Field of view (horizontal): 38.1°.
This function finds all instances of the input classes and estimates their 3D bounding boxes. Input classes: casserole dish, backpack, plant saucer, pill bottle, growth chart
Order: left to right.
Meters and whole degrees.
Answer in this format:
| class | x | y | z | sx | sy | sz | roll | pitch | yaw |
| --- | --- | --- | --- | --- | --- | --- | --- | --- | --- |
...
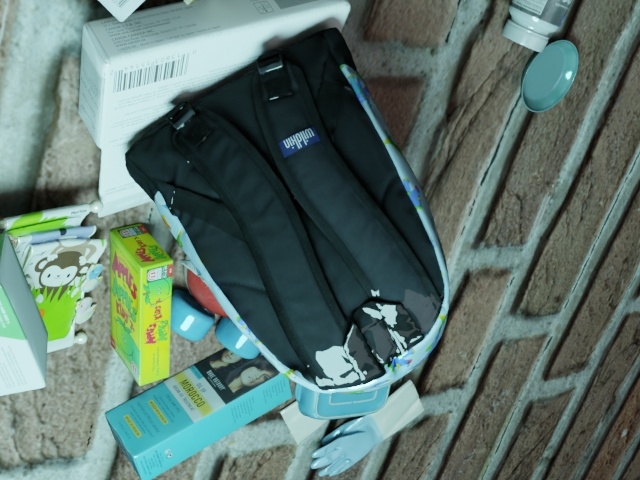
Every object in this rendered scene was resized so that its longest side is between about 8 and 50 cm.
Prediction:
| class | x | y | z | sx | sy | sz | roll | pitch | yaw |
| --- | --- | --- | --- | --- | --- | --- | --- | --- | --- |
| growth chart | -0.320 | 0.052 | 1.075 | 0.172 | 0.021 | 0.237 | -21 | 140 | -44 |
| backpack | 0.000 | 0.000 | 1.033 | 0.290 | 0.355 | 0.273 | -34 | 157 | -3 |
| casserole dish | 0.047 | 0.243 | 1.523 | 0.189 | 0.037 | 0.114 | -1 | 110 | -32 |
| pill bottle | 0.314 | -0.341 | 1.303 | 0.078 | 0.078 | 0.137 | 4 | 117 | -42 |
| plant saucer | 0.351 | -0.258 | 1.439 | 0.119 | 0.021 | 0.119 | -22 | 133 | -26 |

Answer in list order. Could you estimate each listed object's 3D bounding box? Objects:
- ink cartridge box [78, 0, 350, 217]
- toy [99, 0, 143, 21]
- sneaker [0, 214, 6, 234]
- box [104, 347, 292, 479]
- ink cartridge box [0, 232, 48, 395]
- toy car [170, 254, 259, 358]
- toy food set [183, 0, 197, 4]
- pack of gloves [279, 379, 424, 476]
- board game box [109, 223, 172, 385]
| class | x | y | z | sx | sy | sz | roll | pitch | yaw |
| --- | --- | --- | --- | --- | --- | --- | --- | --- | --- |
| ink cartridge box | -0.130 | -0.167 | 1.073 | 0.296 | 0.066 | 0.261 | -20 | 154 | -28 |
| toy | -0.156 | -0.335 | 0.870 | 0.237 | 0.056 | 0.137 | -37 | 109 | 22 |
| sneaker | -0.373 | -0.004 | 1.007 | 0.067 | 0.042 | 0.118 | -47 | 141 | -6 |
| box | -0.169 | 0.233 | 1.310 | 0.244 | 0.100 | 0.060 | -28 | 134 | -22 |
| ink cartridge box | -0.409 | 0.093 | 0.958 | 0.213 | 0.093 | 0.154 | -12 | 130 | -4 |
| toy car | -0.047 | 0.084 | 1.199 | 0.210 | 0.238 | 0.219 | 28 | 100 | -47 |
| toy food set | -0.065 | -0.308 | 0.889 | 0.192 | 0.132 | 0.038 | -40 | 100 | 18 |
| pack of gloves | 0.051 | 0.286 | 1.592 | 0.232 | 0.046 | 0.195 | -34 | 122 | -15 |
| board game box | -0.225 | 0.081 | 1.156 | 0.043 | 0.092 | 0.181 | -15 | 128 | -31 |
